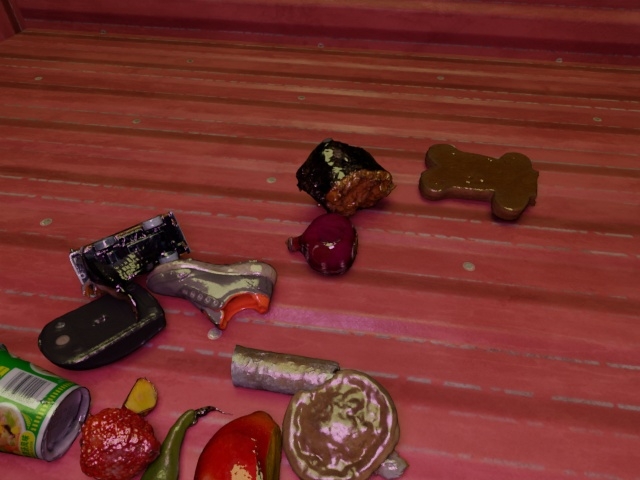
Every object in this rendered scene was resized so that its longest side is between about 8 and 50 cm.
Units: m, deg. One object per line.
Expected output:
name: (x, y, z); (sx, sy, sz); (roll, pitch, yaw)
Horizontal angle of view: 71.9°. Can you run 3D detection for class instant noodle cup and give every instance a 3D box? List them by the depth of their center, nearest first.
instant noodle cup: (-0.609, 0.329, 0.883); (0.232, 0.207, 0.207); (14, 45, 5)

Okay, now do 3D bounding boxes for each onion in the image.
onion: (0.000, 0.000, 1.283); (0.217, 0.140, 0.195); (6, 50, 11)

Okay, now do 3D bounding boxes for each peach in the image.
peach: (-0.150, 0.423, 0.809); (0.158, 0.154, 0.268); (0, 44, 1)
peach: (-0.398, 0.345, 0.960); (0.077, 0.050, 0.083); (-6, 48, -42)

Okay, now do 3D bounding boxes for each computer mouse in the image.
computer mouse: (-0.511, 0.220, 1.055); (0.269, 0.100, 0.170); (-29, 51, -36)

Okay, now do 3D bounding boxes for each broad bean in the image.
broad bean: (-0.292, 0.451, 0.849); (0.098, 0.056, 0.318); (15, 43, 15)

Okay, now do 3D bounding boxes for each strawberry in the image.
strawberry: (-0.392, 0.395, 0.850); (0.148, 0.131, 0.131); (5, 39, 36)

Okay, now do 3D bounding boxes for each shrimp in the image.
shrimp: (0.088, 0.472, 0.840); (0.160, 0.049, 0.166); (5, 45, 8)

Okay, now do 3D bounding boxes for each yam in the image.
yam: (-0.074, 0.298, 0.990); (0.258, 0.093, 0.093); (7, 44, 6)

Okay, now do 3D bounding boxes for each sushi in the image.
sushi: (0.081, -0.173, 1.397); (0.348, 0.235, 0.207); (-8, 49, -51)

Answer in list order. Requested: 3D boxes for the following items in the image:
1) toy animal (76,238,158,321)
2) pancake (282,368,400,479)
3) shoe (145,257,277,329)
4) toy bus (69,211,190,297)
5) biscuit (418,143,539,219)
toy animal: (-0.482, 0.098, 1.040); (0.160, 0.197, 0.272); (-11, 6, 22)
pancake: (0.037, 0.368, 0.872); (0.235, 0.042, 0.223); (-9, 56, 3)
shoe: (-0.279, 0.150, 1.130); (0.335, 0.132, 0.171); (0, 53, -5)
toy bus: (-0.519, 0.033, 1.197); (0.275, 0.139, 0.167); (-29, 16, -28)
biscuit: (0.551, -0.207, 1.550); (0.393, 0.077, 0.368); (11, 44, 14)
